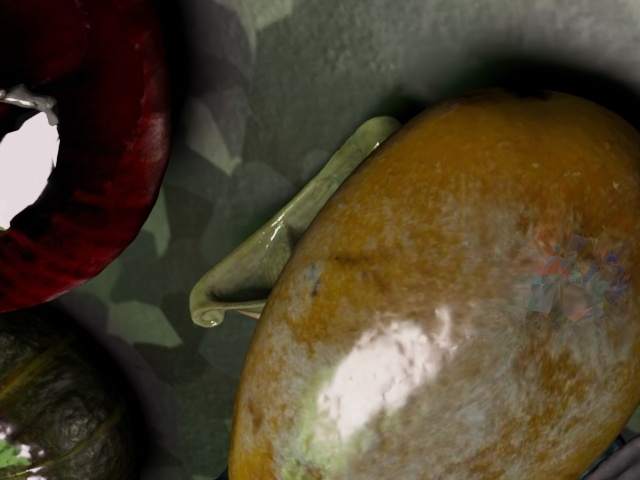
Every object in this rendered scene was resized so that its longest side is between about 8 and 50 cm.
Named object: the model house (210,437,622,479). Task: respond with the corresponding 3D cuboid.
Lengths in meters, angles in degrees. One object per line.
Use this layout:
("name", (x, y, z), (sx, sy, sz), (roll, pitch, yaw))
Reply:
("model house", (0.053, 0.239, 0.865), (0.261, 0.241, 0.226), (-11, 114, 38))

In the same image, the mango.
("mango", (0.058, 0.068, 0.728), (0.192, 0.146, 0.316), (27, 103, -15))

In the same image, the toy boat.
("toy boat", (0.001, 0.000, 0.816), (0.071, 0.089, 0.185), (23, 130, -34))

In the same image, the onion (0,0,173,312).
("onion", (-0.210, -0.077, 0.772), (0.273, 0.285, 0.273), (-1, 109, -3))

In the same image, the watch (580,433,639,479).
("watch", (0.279, 0.208, 0.680), (0.327, 0.335, 0.314), (20, 141, 46))

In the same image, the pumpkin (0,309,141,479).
("pumpkin", (-0.238, 0.153, 1.045), (0.223, 0.157, 0.224), (11, 118, 22))
